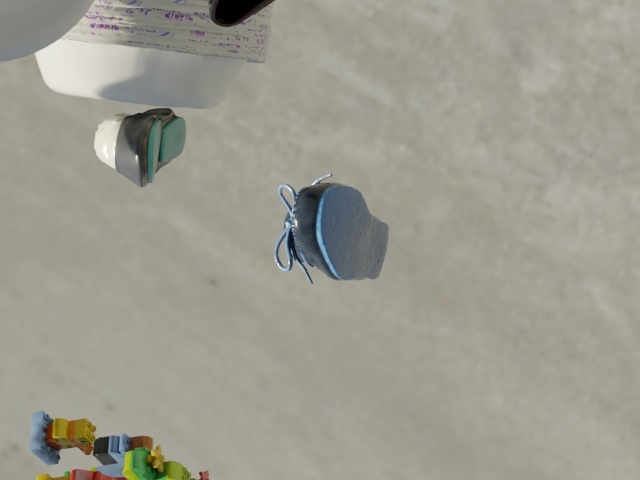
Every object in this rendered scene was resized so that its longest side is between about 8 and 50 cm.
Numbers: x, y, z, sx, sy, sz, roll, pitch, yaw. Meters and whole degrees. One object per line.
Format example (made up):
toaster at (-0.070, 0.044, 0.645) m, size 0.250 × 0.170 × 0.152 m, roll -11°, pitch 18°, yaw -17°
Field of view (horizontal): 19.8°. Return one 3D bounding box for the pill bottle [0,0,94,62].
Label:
pill bottle at (-0.238, -0.190, 1.193) m, size 0.152 × 0.152 × 0.272 m, roll 36°, pitch 173°, yaw -20°

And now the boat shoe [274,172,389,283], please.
boat shoe at (0.000, 0.000, 1.850) m, size 0.089 × 0.109 × 0.258 m, roll 12°, pitch 168°, yaw 15°

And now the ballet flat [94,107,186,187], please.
ballet flat at (-0.176, -0.090, 1.737) m, size 0.074 × 0.074 × 0.203 m, roll 29°, pitch -170°, yaw 0°

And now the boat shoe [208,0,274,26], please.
boat shoe at (-0.037, -0.253, 1.618) m, size 0.073 × 0.073 × 0.207 m, roll 26°, pitch 149°, yaw -17°

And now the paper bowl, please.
paper bowl at (-0.197, -0.223, 1.998) m, size 0.284 × 0.148 × 0.284 m, roll 7°, pitch -175°, yaw -1°

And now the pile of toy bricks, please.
pile of toy bricks at (-0.138, 0.192, 1.419) m, size 0.105 × 0.118 × 0.212 m, roll -10°, pitch 147°, yaw 17°
